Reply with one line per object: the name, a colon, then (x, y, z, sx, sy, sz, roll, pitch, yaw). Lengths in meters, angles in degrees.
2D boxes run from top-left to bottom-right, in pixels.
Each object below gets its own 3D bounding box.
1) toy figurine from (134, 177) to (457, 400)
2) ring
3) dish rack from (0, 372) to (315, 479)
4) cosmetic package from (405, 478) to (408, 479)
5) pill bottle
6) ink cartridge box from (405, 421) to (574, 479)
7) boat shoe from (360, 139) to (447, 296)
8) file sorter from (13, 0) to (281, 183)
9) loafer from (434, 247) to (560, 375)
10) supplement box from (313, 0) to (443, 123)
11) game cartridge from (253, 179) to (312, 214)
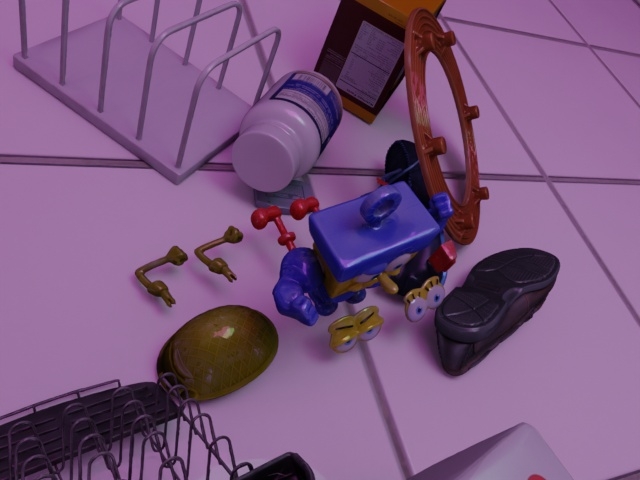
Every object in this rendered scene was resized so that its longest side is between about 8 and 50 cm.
toy figurine: (0.000, 0.000, 0.547, 0.362, 0.217, 0.191, -19, 70, -21)
ring: (0.190, -0.161, 0.787, 0.336, 0.032, 0.337, 26, 60, -58)
dish rack: (-0.158, 0.168, 0.396, 0.208, 0.074, 0.271, -12, 23, -36)
cosmetic package: (-0.009, 0.303, 0.416, 0.309, 0.113, 0.160, -7, 58, -30)
pill bottle: (-0.045, -0.147, 0.748, 0.112, 0.112, 0.187, 29, 40, -1)
ink cartridge box: (0.029, 0.259, 0.258, 0.270, 0.197, 0.198, -20, 65, -35)
boat shoe: (0.112, -0.046, 0.759, 0.088, 0.109, 0.258, 8, 49, -15)
file sorter: (-0.221, -0.255, 0.725, 0.277, 0.173, 0.193, 35, 47, 5)
loafer: (0.233, 0.086, 0.742, 0.096, 0.084, 0.267, 23, 34, 38)
supplement box: (0.099, -0.341, 0.928, 0.129, 0.194, 0.191, 31, 47, 2)
game cartridge: (-0.051, -0.060, 0.755, 0.083, 0.017, 0.056, 6, 48, -21)
